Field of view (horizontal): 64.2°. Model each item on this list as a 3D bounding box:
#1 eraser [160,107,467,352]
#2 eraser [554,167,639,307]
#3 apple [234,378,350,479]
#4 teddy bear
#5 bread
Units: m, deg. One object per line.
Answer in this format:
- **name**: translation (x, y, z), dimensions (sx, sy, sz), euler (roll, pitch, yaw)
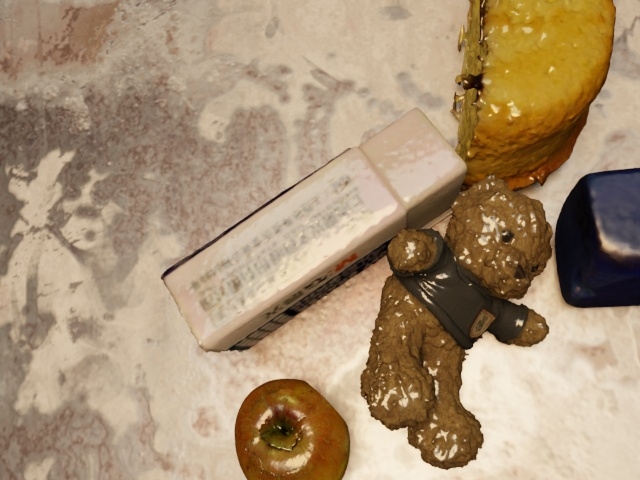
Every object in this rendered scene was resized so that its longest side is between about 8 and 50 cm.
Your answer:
- **eraser**: translation (0.000, 0.000, 0.510), dimensions (0.287, 0.130, 0.086), euler (-34, 71, -1)
- **eraser**: translation (0.379, -0.006, 0.418), dimensions (0.331, 0.155, 0.102), euler (-4, 70, 12)
- **apple**: translation (-0.028, 0.188, 0.474), dimensions (0.114, 0.102, 0.099), euler (34, 70, 27)
- **teddy bear**: translation (0.114, 0.062, 0.472), dimensions (0.252, 0.182, 0.129), euler (-57, 35, -7)
- **bread**: translation (0.209, -0.179, 0.508), dimensions (0.147, 0.160, 0.261), euler (8, 69, 8)
